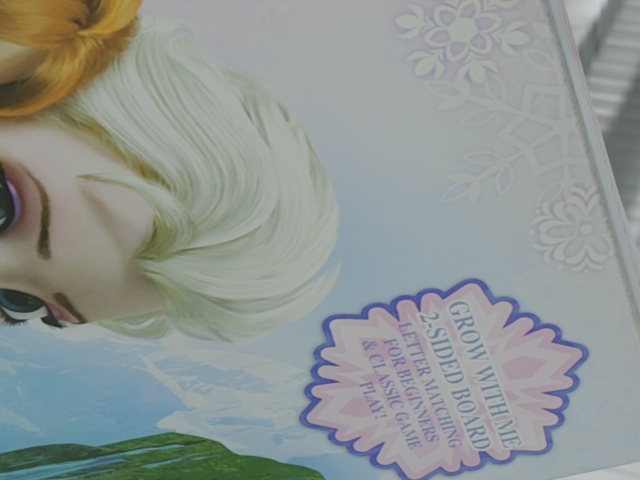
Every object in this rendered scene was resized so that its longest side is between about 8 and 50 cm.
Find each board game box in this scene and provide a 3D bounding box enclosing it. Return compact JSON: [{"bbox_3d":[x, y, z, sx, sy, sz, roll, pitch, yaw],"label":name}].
[{"bbox_3d":[-0.106,-0.041,0.387,0.066,0.318,0.319,-90,-19,-48],"label":"board game box"}]
